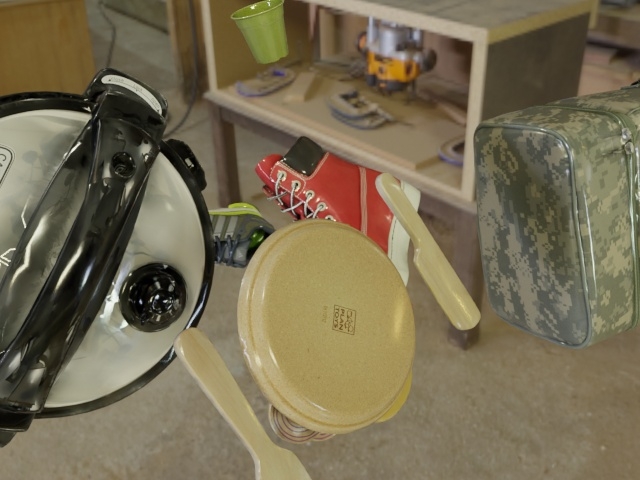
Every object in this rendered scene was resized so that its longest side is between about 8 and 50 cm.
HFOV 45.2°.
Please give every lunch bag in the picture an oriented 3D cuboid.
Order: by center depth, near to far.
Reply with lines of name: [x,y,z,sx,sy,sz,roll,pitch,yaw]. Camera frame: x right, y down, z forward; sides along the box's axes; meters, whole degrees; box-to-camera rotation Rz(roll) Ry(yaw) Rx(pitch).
lunch bag: [0.360,-0.045,0.993,0.256,0.305,0.212,-17,15,-24]

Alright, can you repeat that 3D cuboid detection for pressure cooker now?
pressure cooker: [-0.324,0.005,0.908,0.376,0.369,0.420,-21,16,-25]

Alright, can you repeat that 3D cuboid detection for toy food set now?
toy food set: [0.005,0.053,0.444,0.192,0.132,0.038,-37,10,-37]

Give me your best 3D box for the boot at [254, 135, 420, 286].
boot: [0.000,0.000,0.778,0.176,0.088,0.244,25,45,-12]

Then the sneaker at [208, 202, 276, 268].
sneaker: [-0.192,0.002,1.378,0.300,0.111,0.121,-17,33,-42]

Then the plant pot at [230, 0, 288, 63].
plant pot: [-0.084,-0.311,1.155,0.083,0.079,0.083,-13,28,7]
